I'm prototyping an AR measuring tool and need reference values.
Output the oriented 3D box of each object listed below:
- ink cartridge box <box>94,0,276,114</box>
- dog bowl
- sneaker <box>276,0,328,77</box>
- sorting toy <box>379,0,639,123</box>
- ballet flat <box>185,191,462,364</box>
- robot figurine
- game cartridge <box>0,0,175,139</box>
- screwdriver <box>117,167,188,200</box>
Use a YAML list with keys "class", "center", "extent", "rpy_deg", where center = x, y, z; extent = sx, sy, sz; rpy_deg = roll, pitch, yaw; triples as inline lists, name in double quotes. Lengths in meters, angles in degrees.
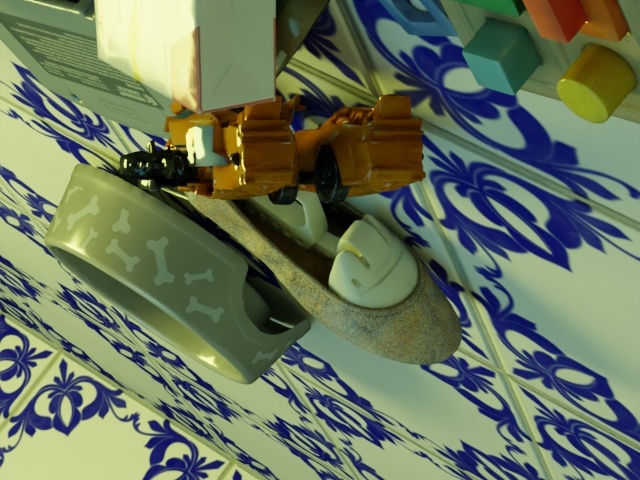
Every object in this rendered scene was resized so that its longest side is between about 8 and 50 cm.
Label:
- class: "ink cartridge box"
  center: [-0.109, -0.173, 1.248]
  extent: [0.198, 0.067, 0.115]
  rpy_deg: [30, 127, 52]
- class: "dog bowl"
  center: [-0.182, 0.049, 2.108]
  extent: [0.348, 0.102, 0.349]
  rpy_deg: [32, 168, 8]
- class: "sneaker"
  center: [-0.052, -0.165, 1.280]
  extent: [0.086, 0.064, 0.192]
  rpy_deg: [34, 168, -5]
- class: "sorting toy"
  center: [0.127, -0.127, 1.029]
  extent: [0.347, 0.047, 0.196]
  rpy_deg: [22, 159, 43]
- class: "ballet flat"
  center: [0.000, 0.000, 1.605]
  extent: [0.316, 0.107, 0.106]
  rpy_deg: [34, 151, 10]
- class: "robot figurine"
  center: [-0.038, -0.074, 1.381]
  extent: [0.211, 0.085, 0.291]
  rpy_deg: [-1, -176, -21]
- class: "game cartridge"
  center: [-0.207, -0.179, 1.620]
  extent: [0.297, 0.062, 0.198]
  rpy_deg: [20, 162, 47]
- class: "screwdriver"
  center: [-0.172, -0.059, 1.968]
  extent: [0.170, 0.024, 0.025]
  rpy_deg: [16, 126, 44]
